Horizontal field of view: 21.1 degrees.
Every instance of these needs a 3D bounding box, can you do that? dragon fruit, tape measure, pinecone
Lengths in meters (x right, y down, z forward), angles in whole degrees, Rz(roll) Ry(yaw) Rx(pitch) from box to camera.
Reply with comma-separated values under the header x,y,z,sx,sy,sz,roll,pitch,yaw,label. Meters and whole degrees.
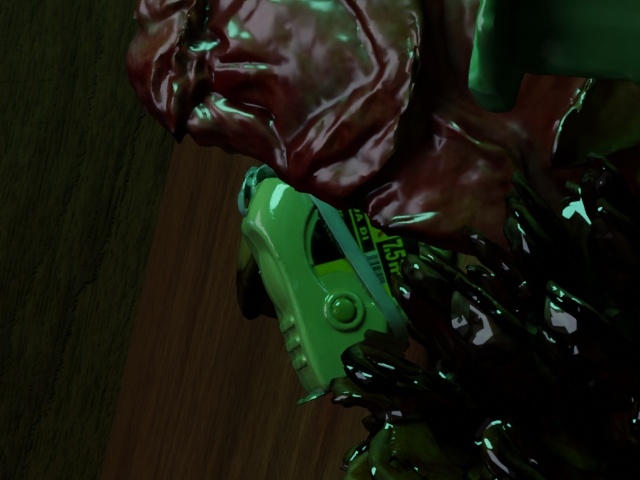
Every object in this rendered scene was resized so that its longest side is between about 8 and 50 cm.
x,y,z,sx,sy,sz,roll,pitch,yaw,label
0.051,-0.089,1.005,0.240,0.330,0.302,81,-175,-54,dragon fruit
0.021,0.012,1.272,0.087,0.154,0.177,147,101,-76,tape measure
0.119,0.061,0.722,0.221,0.221,0.221,-170,90,-77,pinecone

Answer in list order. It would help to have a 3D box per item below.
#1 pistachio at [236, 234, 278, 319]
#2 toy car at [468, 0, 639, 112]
x,y,z,sx,sy,sz,roll,pitch,yaw,label
0.000,0.000,1.432,0.130,0.165,0.210,55,135,14,pistachio
0.136,-0.235,0.611,0.176,0.213,0.359,44,-126,-59,toy car
